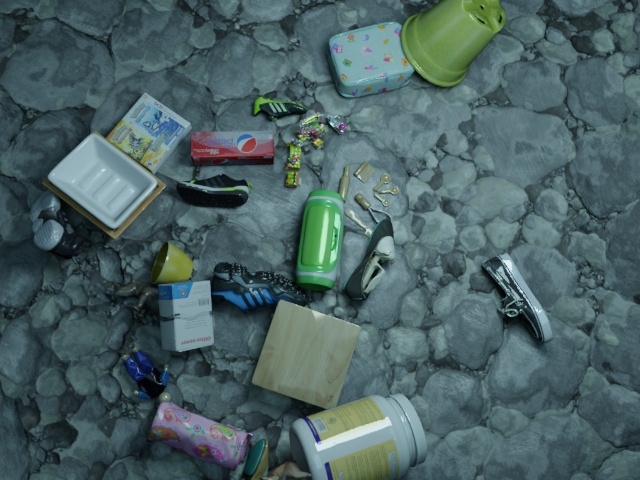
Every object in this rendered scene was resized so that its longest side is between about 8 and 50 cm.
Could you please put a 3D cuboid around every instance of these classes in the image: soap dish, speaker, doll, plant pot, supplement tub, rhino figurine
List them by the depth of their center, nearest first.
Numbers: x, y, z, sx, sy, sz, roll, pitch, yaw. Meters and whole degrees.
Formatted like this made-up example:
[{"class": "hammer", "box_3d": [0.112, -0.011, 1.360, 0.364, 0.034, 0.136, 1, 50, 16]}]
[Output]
[{"class": "supplement tub", "box_3d": [0.101, 0.571, 1.759, 0.331, 0.241, 0.241, -13, 78, -17]}, {"class": "doll", "box_3d": [-0.503, 0.403, 1.866, 0.129, 0.046, 0.189, -37, 81, -10]}, {"class": "rhino figurine", "box_3d": [-0.519, 0.179, 1.903, 0.243, 0.073, 0.106, 29, 57, 4]}, {"class": "plant pot", "box_3d": [-0.443, 0.081, 1.917, 0.095, 0.134, 0.134, 22, 74, -26]}, {"class": "soap dish", "box_3d": [-0.658, -0.164, 1.944, 0.291, 0.118, 0.229, 37, 71, 4]}, {"class": "speaker", "box_3d": [0.000, 0.000, 1.955, 0.131, 0.131, 0.297, 8, 75, -2]}, {"class": "plant pot", "box_3d": [0.444, -0.682, 2.040, 0.276, 0.254, 0.276, 12, 65, -26]}]

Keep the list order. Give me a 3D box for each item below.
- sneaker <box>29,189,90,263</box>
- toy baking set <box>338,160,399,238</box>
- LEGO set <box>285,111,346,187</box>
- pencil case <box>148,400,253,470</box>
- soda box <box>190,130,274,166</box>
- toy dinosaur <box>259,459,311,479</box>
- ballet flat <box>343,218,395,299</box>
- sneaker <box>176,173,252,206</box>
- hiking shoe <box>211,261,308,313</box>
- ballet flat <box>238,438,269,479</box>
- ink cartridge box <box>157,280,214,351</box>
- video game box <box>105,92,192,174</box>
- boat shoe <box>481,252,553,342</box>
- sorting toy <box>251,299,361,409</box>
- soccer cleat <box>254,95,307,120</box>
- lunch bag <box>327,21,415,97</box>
[{"class": "sneaker", "box_3d": [-0.791, -0.035, 1.925, 0.101, 0.153, 0.269, -34, 45, 6]}, {"class": "toy baking set", "box_3d": [0.150, -0.133, 2.049, 0.196, 0.030, 0.256, 15, 76, -1]}, {"class": "LEGO set", "box_3d": [-0.045, -0.312, 2.038, 0.132, 0.107, 0.287, 38, 77, 5]}, {"class": "pencil case", "box_3d": [-0.343, 0.557, 1.807, 0.284, 0.124, 0.124, 20, 76, 1]}, {"class": "soda box", "box_3d": [-0.280, -0.296, 2.030, 0.263, 0.083, 0.092, -2, 77, -5]}, {"class": "toy dinosaur", "box_3d": [-0.100, 0.668, 1.713, 0.127, 0.200, 0.296, 38, 118, 16]}, {"class": "ballet flat", "box_3d": [0.177, 0.067, 1.968, 0.096, 0.095, 0.280, 21, 79, 42]}, {"class": "sneaker", "box_3d": [-0.335, -0.165, 2.011, 0.234, 0.084, 0.097, 7, 52, -3]}, {"class": "hiking shoe", "box_3d": [-0.189, 0.163, 1.933, 0.304, 0.113, 0.132, 18, 106, -6]}, {"class": "ballet flat", "box_3d": [-0.195, 0.686, 1.819, 0.073, 0.080, 0.232, 34, 78, -25]}, {"class": "ink cartridge box", "box_3d": [-0.392, 0.216, 1.847, 0.082, 0.139, 0.191, -2, 91, 40]}, {"class": "video game box", "box_3d": [-0.551, -0.346, 2.042, 0.187, 0.048, 0.205, 33, 76, 7]}, {"class": "boat shoe", "box_3d": [0.603, 0.189, 1.965, 0.105, 0.113, 0.306, -26, 77, -3]}, {"class": "sorting toy", "box_3d": [-0.042, 0.338, 1.885, 0.255, 0.089, 0.257, 19, 83, 0]}, {"class": "soccer cleat", "box_3d": [-0.133, -0.427, 2.090, 0.178, 0.060, 0.072, 9, 86, 5]}, {"class": "lunch bag", "box_3d": [0.171, -0.610, 2.125, 0.279, 0.108, 0.224, -15, 73, -9]}]
